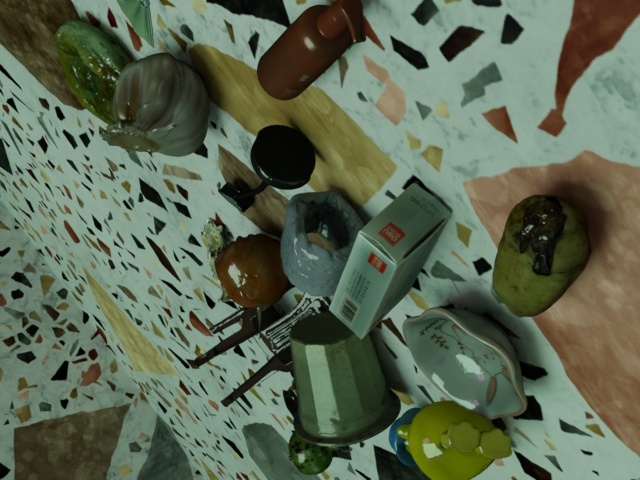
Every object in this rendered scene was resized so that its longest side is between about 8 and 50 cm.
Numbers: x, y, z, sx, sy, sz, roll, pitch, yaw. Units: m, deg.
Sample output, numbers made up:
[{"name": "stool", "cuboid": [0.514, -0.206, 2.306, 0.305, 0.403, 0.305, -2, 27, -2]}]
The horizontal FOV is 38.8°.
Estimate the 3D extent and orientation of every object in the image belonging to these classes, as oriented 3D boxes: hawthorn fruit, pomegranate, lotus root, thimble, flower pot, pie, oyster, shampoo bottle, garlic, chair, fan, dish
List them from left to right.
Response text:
[{"name": "pie", "cuboid": [-0.446, -0.318, 1.857, 0.277, 0.078, 0.277, 38, 149, 28]}, {"name": "fan", "cuboid": [-0.344, -0.452, 1.617, 0.131, 0.009, 0.240, 31, 147, 38]}, {"name": "garlic", "cuboid": [-0.319, -0.243, 1.636, 0.257, 0.207, 0.207, 34, 149, 44]}, {"name": "oyster", "cuboid": [-0.215, 0.035, 1.982, 0.106, 0.061, 0.199, 56, 156, 32]}, {"name": "hawthorn fruit", "cuboid": [-0.124, 0.070, 1.764, 0.149, 0.149, 0.189, 14, 130, 50]}, {"name": "chair", "cuboid": [-0.089, 0.189, 1.893, 0.326, 0.183, 0.175, -34, 94, 18]}, {"name": "shampoo bottle", "cuboid": [-0.010, -0.269, 1.247, 0.085, 0.085, 0.244, 55, 154, -6]}, {"name": "pomegranate", "cuboid": [-0.004, 0.491, 2.152, 0.162, 0.122, 0.122, -16, 116, 20]}, {"name": "thimble", "cuboid": [0.002, 0.002, 1.482, 0.118, 0.127, 0.151, 107, 150, -50]}, {"name": "flower pot", "cuboid": [0.037, 0.246, 1.715, 0.212, 0.212, 0.202, 14, 120, 50]}, {"name": "dish", "cuboid": [0.238, 0.171, 1.412, 0.229, 0.081, 0.229, 34, 149, 24]}, {"name": "lotus root", "cuboid": [0.276, 0.018, 1.153, 0.110, 0.097, 0.258, 49, 161, 20]}]

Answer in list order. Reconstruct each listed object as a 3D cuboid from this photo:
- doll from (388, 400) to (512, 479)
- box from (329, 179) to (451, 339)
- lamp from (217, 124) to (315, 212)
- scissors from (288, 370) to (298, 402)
[{"name": "doll", "cuboid": [0.225, 0.354, 1.590, 0.200, 0.145, 0.363, 17, 167, -6]}, {"name": "box", "cuboid": [0.103, 0.035, 1.393, 0.079, 0.135, 0.269, 41, 152, 13]}, {"name": "lamp", "cuboid": [-0.092, -0.116, 1.608, 0.130, 0.108, 0.371, 39, 167, -2]}, {"name": "scissors", "cuboid": [-0.058, 0.312, 2.098, 0.088, 0.017, 0.220, 31, 147, 40]}]
